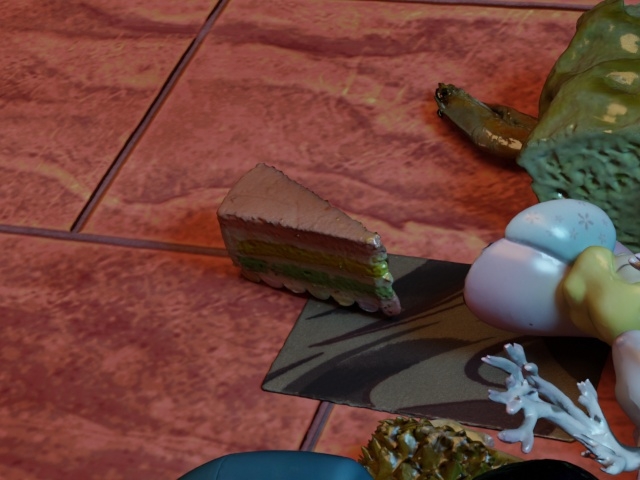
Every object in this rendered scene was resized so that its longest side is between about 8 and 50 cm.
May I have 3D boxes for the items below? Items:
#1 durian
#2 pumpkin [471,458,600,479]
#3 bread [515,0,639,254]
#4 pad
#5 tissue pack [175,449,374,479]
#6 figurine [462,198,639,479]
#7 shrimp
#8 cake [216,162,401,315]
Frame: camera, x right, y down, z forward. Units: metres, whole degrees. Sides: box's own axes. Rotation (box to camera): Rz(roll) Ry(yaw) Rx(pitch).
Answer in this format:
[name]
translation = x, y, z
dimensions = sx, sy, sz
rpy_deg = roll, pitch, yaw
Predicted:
[durian]
translation = 0.130, 0.209, 1.501
dimensions = 0.224, 0.078, 0.140
rpy_deg = 2, 43, 19
[pumpkin]
translation = 0.171, 0.280, 1.306
dimensions = 0.162, 0.220, 0.220
rpy_deg = -5, 41, 21
[bread]
translation = 0.334, -0.112, 1.731
dimensions = 0.196, 0.238, 0.252
rpy_deg = -33, 16, 46
[pad]
translation = 0.127, 0.096, 1.687
dimensions = 0.330, 0.004, 0.220
rpy_deg = 7, 45, 22
[tissue pack]
translation = -0.031, 0.304, 1.282
dimensions = 0.206, 0.287, 0.198
rpy_deg = -12, 42, 21
[figurine]
translation = 0.243, 0.089, 1.473
dimensions = 0.206, 0.284, 0.315
rpy_deg = -50, 39, 6
[shrimp]
translation = 0.193, -0.136, 1.908
dimensions = 0.101, 0.042, 0.190
rpy_deg = -15, 35, -34
[cake]
translation = -0.016, 0.012, 1.733
dimensions = 0.090, 0.109, 0.225
rpy_deg = -36, 41, -21
